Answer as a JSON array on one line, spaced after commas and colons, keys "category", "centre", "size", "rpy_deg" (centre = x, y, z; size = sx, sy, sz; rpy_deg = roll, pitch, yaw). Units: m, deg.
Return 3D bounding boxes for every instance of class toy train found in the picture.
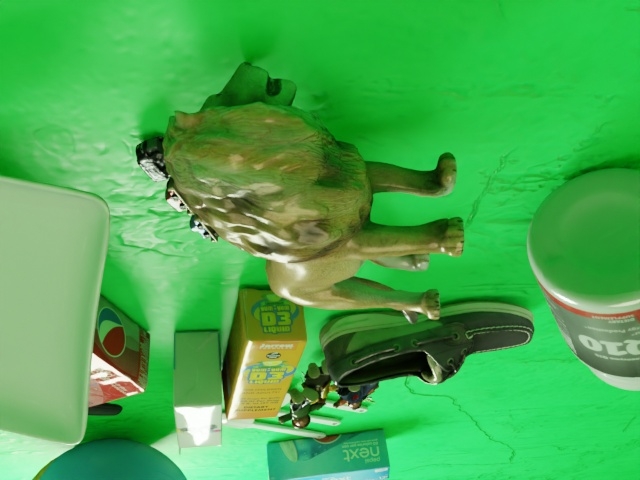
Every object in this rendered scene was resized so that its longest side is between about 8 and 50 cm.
[{"category": "toy train", "centre": [-0.131, -0.044, 0.741], "size": [0.036, 0.027, 0.158], "rpy_deg": [-13, 145, 14]}]

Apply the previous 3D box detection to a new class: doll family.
[{"category": "doll family", "centre": [0.029, 0.205, 1.081], "size": [0.193, 0.076, 0.111], "rpy_deg": [-10, 144, -10]}]

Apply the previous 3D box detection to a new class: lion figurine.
[{"category": "lion figurine", "centre": [0.000, 0.000, 0.736], "size": [0.240, 0.142, 0.392], "rpy_deg": [0, 150, 2]}]

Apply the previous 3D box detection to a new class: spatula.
[{"category": "spatula", "centre": [-0.051, 0.279, 1.229], "size": [0.242, 0.019, 0.168], "rpy_deg": [19, 137, -33]}]

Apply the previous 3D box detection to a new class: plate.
[{"category": "plate", "centre": [-0.334, 0.045, 0.703], "size": [0.278, 0.045, 0.277], "rpy_deg": [13, 116, -2]}]

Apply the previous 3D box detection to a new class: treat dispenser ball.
[{"category": "treat dispenser ball", "centre": [-0.329, 0.454, 1.190], "size": [0.288, 0.288, 0.288], "rpy_deg": [-5, 146, -4]}]

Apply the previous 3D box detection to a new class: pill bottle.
[{"category": "pill bottle", "centre": [0.339, 0.059, 0.862], "size": [0.161, 0.161, 0.283], "rpy_deg": [-20, 144, 17]}]

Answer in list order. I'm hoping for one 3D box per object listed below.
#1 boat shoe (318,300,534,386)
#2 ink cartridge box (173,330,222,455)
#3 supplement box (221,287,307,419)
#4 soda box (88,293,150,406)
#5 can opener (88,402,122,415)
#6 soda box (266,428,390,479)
[{"category": "boat shoe", "centre": [0.143, 0.142, 1.004], "size": [0.285, 0.092, 0.103], "rpy_deg": [-3, 145, -6]}, {"category": "ink cartridge box", "centre": [-0.163, 0.208, 1.030], "size": [0.061, 0.104, 0.181], "rpy_deg": [-1, 146, -9]}, {"category": "supplement box", "centre": [-0.077, 0.150, 0.987], "size": [0.078, 0.080, 0.233], "rpy_deg": [0, 143, -13]}, {"category": "soda box", "centre": [-0.295, 0.097, 0.863], "size": [0.092, 0.083, 0.263], "rpy_deg": [-16, 144, 12]}, {"category": "can opener", "centre": [-0.345, 0.207, 1.033], "size": [0.073, 0.059, 0.186], "rpy_deg": [-31, 139, 29]}, {"category": "soda box", "centre": [0.013, 0.386, 1.350], "size": [0.210, 0.071, 0.067], "rpy_deg": [-6, 145, -2]}]
